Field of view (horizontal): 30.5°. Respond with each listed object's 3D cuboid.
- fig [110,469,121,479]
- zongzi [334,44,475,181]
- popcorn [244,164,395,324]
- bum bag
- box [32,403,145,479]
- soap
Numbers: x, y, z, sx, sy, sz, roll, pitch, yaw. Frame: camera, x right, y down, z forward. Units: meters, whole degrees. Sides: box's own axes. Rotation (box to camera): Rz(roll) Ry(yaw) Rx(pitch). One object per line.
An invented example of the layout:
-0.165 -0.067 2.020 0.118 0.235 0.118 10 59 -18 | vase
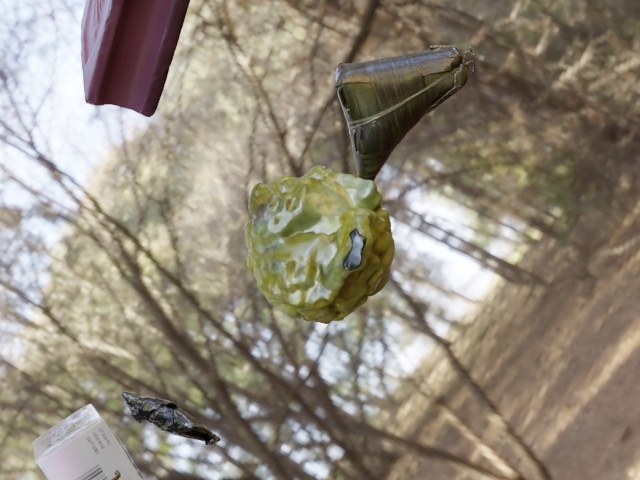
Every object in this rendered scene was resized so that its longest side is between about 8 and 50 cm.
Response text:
-0.283 0.324 1.488 0.083 0.050 0.050 -47 -21 -17 | fig
0.164 -0.215 2.074 0.111 0.247 0.241 -95 -8 -65 | zongzi
0.004 0.002 1.985 0.237 0.293 0.293 10 -72 -52 | popcorn
-0.334 0.383 2.558 0.069 0.248 0.102 -60 -26 -30 | bum bag
-0.435 0.425 2.212 0.145 0.173 0.333 -31 5 -15 | box
-0.274 -0.401 1.814 0.233 0.128 0.360 -102 28 -42 | soap
